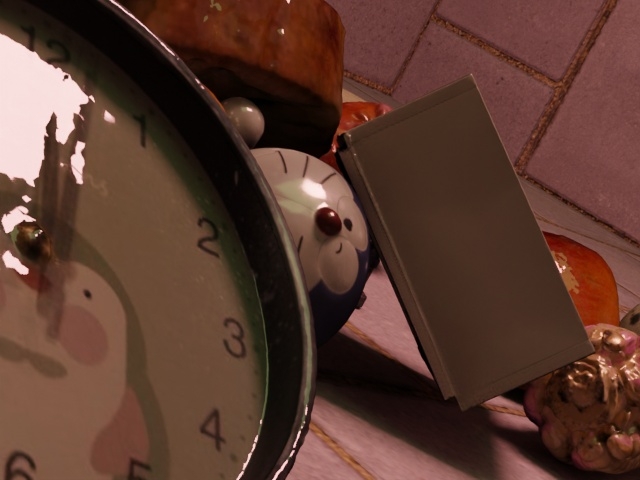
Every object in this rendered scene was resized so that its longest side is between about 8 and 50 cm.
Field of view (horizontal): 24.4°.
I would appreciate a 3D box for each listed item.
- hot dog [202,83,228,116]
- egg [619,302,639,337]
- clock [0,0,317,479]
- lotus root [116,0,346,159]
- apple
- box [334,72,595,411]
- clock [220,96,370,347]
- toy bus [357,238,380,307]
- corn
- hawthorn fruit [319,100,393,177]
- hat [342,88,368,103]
[{"bbox_3d":[-0.255,-0.078,0.847,0.405,0.185,0.223,17,17,-46],"label":"hot dog"},{"bbox_3d":[0.418,0.132,1.576,0.228,0.177,0.177,21,5,34],"label":"egg"},{"bbox_3d":[-0.130,0.002,0.662,0.319,0.066,0.319,34,38,-32],"label":"clock"},{"bbox_3d":[-0.169,-0.136,1.217,0.391,0.111,0.375,4,-16,7],"label":"lotus root"},{"bbox_3d":[0.201,0.070,1.444,0.173,0.160,0.195,5,7,-5],"label":"apple"},{"bbox_3d":[0.102,-0.003,1.177,0.225,0.117,0.225,-79,145,-87],"label":"box"},{"bbox_3d":[-0.081,-0.012,1.058,0.243,0.199,0.146,25,-26,2],"label":"clock"},{"bbox_3d":[0.000,0.000,1.366,0.108,0.096,0.199,32,11,15],"label":"toy bus"},{"bbox_3d":[0.281,0.145,1.330,0.127,0.126,0.335,33,8,27],"label":"corn"},{"bbox_3d":[0.038,-0.065,1.622,0.173,0.173,0.173,27,10,-5],"label":"hawthorn fruit"},{"bbox_3d":[-0.011,-0.135,1.898,0.257,0.130,0.257,26,10,-5],"label":"hat"}]
